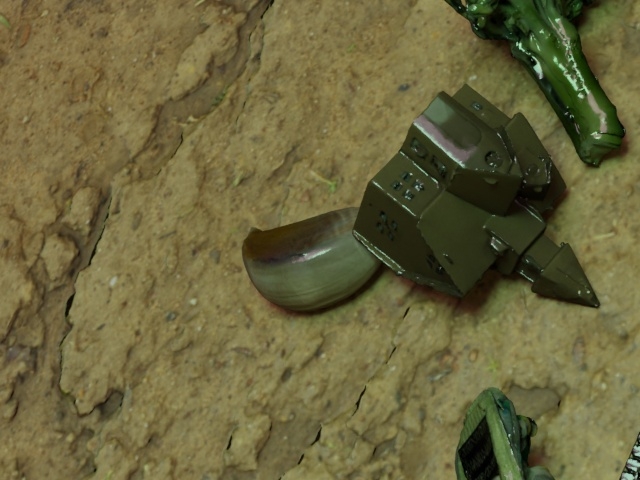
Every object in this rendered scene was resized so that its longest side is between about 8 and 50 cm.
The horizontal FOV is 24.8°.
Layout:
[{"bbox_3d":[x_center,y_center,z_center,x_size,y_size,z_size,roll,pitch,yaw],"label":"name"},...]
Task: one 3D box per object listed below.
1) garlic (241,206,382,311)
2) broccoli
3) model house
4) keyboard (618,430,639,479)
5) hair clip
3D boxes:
[{"bbox_3d":[0.009,0.002,1.574,0.198,0.090,0.128,-27,41,16],"label":"garlic"},{"bbox_3d":[0.233,-0.227,1.514,0.177,0.198,0.275,-28,54,18],"label":"broccoli"},{"bbox_3d":[0.187,-0.022,1.457,0.248,0.176,0.181,39,66,11],"label":"model house"},{"bbox_3d":[0.264,0.323,1.301,0.106,0.027,0.317,17,73,32],"label":"keyboard"},{"bbox_3d":[0.176,0.293,1.304,0.091,0.138,0.321,8,55,-6],"label":"hair clip"}]
